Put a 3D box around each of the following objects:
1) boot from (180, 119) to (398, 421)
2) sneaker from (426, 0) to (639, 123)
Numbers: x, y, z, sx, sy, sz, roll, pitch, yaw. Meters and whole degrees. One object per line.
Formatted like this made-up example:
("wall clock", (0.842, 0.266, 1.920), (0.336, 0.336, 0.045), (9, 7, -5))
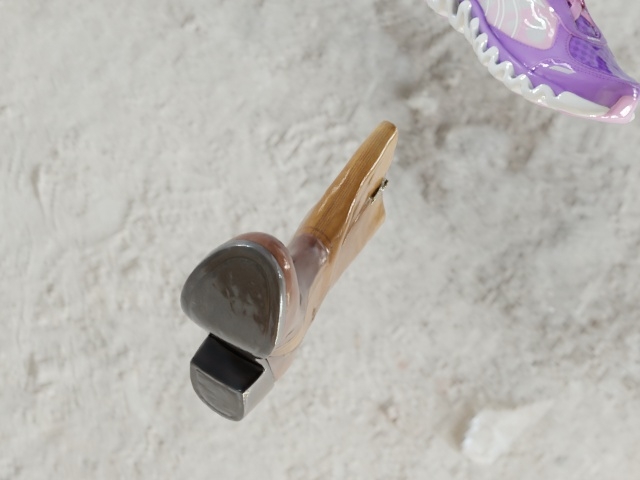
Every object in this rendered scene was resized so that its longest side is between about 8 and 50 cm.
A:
("boot", (0.000, 0.000, 1.314), (0.096, 0.264, 0.280), (29, 59, 18))
("sneaker", (0.158, -0.173, 1.085), (0.095, 0.236, 0.104), (11, 120, -39))
